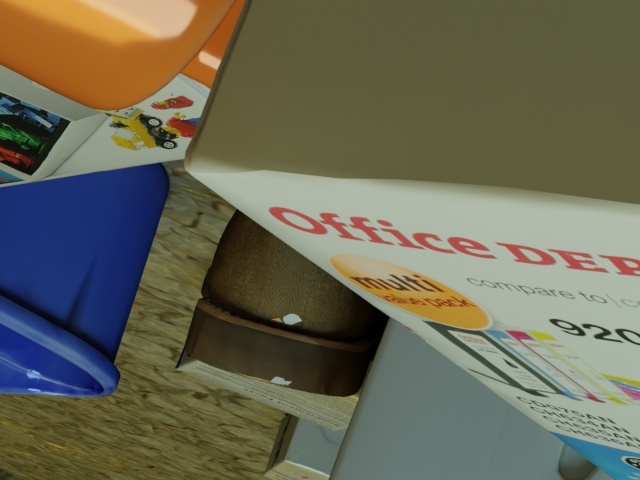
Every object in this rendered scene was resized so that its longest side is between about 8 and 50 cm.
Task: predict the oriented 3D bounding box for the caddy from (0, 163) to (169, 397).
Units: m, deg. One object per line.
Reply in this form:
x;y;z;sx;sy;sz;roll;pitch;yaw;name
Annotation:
-0.247;-0.010;0.982;0.241;0.179;0.341;6;160;42;caddy

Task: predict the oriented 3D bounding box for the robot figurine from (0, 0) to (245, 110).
-0.093;-0.120;0.512;0.219;0.158;0.128;27;141;-25;robot figurine

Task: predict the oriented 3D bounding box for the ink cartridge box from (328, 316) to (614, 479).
0.090;0.099;0.858;0.129;0.223;0.307;19;165;8;ink cartridge box

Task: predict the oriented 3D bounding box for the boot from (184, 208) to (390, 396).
0.000;0.000;0.893;0.112;0.115;0.305;14;-177;0;boot

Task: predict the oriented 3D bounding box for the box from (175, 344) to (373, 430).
-0.013;0.069;1.164;0.126;0.072;0.137;23;164;-14;box

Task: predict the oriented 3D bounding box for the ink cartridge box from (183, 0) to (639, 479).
0.117;-0.036;0.463;0.171;0.168;0.232;7;159;42;ink cartridge box

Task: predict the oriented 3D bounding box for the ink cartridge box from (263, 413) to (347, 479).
0.012;0.199;1.602;0.104;0.062;0.181;21;165;-4;ink cartridge box

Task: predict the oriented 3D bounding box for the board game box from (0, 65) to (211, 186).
-0.176;-0.114;0.712;0.193;0.053;0.305;-6;152;35;board game box
